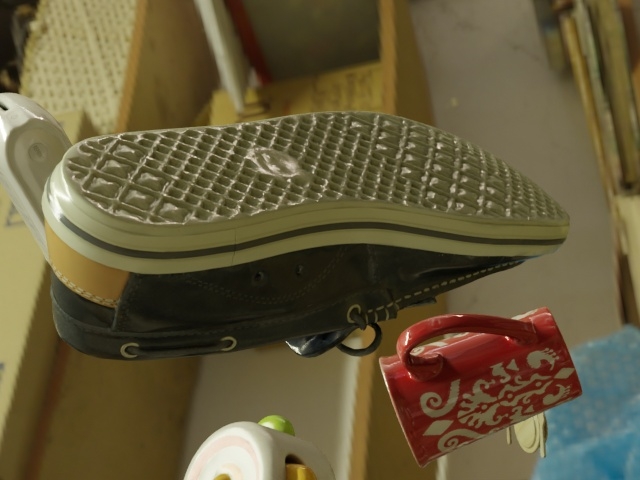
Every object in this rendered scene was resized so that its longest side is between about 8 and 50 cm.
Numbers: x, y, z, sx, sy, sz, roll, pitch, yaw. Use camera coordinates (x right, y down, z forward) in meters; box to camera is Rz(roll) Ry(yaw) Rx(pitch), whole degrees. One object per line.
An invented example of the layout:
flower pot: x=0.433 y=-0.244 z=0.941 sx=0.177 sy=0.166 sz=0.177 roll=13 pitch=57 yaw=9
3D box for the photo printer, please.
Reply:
photo printer: x=-0.398 y=-0.074 z=1.810 sx=0.308 sy=0.107 sz=0.256 roll=63 pitch=164 yaw=-23

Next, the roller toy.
roller toy: x=-0.087 y=0.345 z=1.638 sx=0.146 sy=0.191 sz=0.209 roll=28 pitch=-170 yaw=-40

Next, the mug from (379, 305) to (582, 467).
mug: x=0.151 y=0.130 z=1.158 sx=0.150 sy=0.169 sz=0.113 roll=59 pitch=-169 yaw=-70

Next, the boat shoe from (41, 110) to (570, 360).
boat shoe: x=0.000 y=0.000 z=1.017 sx=0.187 sy=0.500 sz=0.156 roll=47 pitch=130 yaw=38

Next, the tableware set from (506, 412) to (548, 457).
tableware set: x=0.349 y=0.249 z=2.014 sx=0.128 sy=0.039 sz=0.194 roll=-173 pitch=80 yaw=-71
